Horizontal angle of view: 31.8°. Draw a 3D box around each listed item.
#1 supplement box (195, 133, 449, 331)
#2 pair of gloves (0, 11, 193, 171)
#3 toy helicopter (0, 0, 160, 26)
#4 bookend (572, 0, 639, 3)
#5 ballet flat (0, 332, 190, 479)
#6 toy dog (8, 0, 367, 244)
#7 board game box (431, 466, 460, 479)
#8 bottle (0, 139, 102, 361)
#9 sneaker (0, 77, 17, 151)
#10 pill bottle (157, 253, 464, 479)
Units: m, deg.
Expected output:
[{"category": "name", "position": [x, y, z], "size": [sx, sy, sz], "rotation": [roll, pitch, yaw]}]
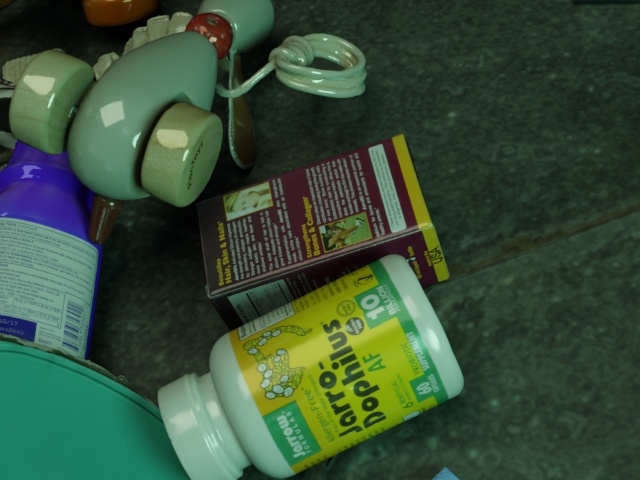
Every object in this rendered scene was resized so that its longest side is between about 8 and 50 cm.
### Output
[{"category": "supplement box", "position": [0.000, 0.000, 0.934], "size": [0.188, 0.081, 0.104], "rotation": [-18, 51, 6]}, {"category": "pair of gloves", "position": [-0.241, -0.139, 1.151], "size": [0.240, 0.042, 0.204], "rotation": [-9, 53, 15]}, {"category": "toy helicopter", "position": [-0.353, -0.311, 1.252], "size": [0.354, 0.140, 0.235], "rotation": [-14, 28, -4]}, {"category": "bookend", "position": [0.271, -0.329, 1.034], "size": [0.072, 0.156, 0.157], "rotation": [4, 57, 22]}, {"category": "ballet flat", "position": [-0.292, 0.130, 0.814], "size": [0.147, 0.408, 0.147], "rotation": [-41, 37, 41]}, {"category": "toy dog", "position": [-0.133, -0.111, 1.014], "size": [0.220, 0.161, 0.333], "rotation": [38, 40, 23]}, {"category": "board game box", "position": [0.087, 0.218, 0.780], "size": [0.090, 0.020, 0.090], "rotation": [-41, 51, -12]}, {"category": "bottle", "position": [-0.253, 0.017, 0.985], "size": [0.092, 0.118, 0.283], "rotation": [-41, 39, 44]}, {"category": "sneaker", "position": [-0.310, -0.133, 1.105], "size": [0.178, 0.072, 0.077], "rotation": [-2, 44, 15]}, {"category": "pill bottle", "position": [-0.009, 0.104, 0.837], "size": [0.208, 0.118, 0.118], "rotation": [-25, 50, 0]}]
